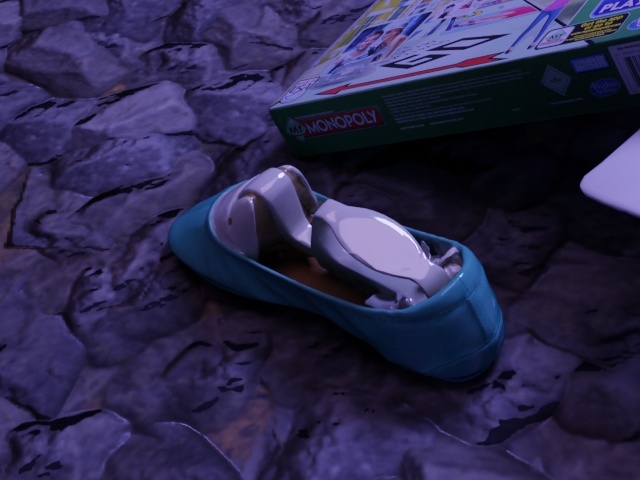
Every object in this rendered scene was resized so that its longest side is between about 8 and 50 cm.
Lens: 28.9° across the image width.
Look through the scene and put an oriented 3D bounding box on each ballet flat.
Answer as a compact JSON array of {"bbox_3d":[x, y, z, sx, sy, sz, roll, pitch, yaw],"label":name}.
[{"bbox_3d":[0.000,0.000,0.727,0.247,0.087,0.083,23,53,35],"label":"ballet flat"}]

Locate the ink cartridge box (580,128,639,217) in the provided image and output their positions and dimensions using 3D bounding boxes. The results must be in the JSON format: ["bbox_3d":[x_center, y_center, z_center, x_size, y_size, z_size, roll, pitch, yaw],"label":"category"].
[{"bbox_3d":[0.321,0.028,0.586,0.207,0.119,0.353,-38,47,-26],"label":"ink cartridge box"}]

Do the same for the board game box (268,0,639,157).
[{"bbox_3d":[0.137,-0.146,0.796,0.317,0.046,0.213,-5,36,47],"label":"board game box"}]
